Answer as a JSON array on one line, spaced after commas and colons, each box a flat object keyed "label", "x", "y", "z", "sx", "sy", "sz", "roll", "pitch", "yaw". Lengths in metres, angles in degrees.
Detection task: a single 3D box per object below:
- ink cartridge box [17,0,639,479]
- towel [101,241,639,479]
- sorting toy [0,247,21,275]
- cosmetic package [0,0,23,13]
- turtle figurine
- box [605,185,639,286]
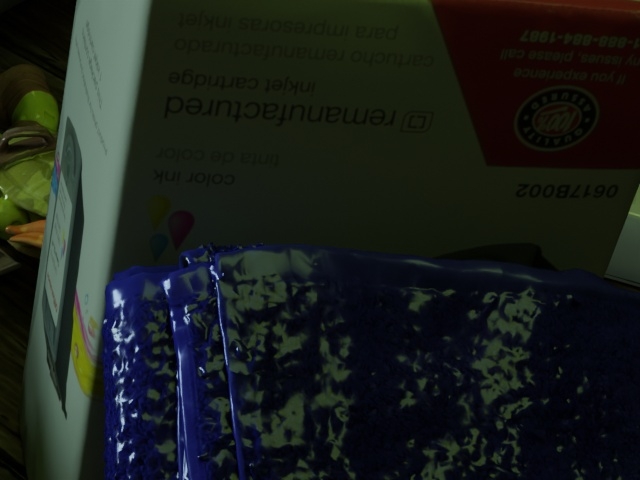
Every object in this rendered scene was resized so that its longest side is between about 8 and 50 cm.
[{"label": "ink cartridge box", "x": 0.000, "y": 0.000, "z": 0.691, "sx": 0.226, "sy": 0.306, "sz": 0.131, "roll": 1, "pitch": 34, "yaw": -18}, {"label": "towel", "x": 0.041, "y": 0.150, "z": 0.545, "sx": 0.228, "sy": 0.076, "sz": 0.308, "roll": 2, "pitch": 68, "yaw": -15}, {"label": "sorting toy", "x": -0.198, "y": 0.006, "z": 0.888, "sx": 0.062, "sy": 0.012, "sz": 0.083, "roll": 34, "pitch": 37, "yaw": 26}, {"label": "cosmetic package", "x": -0.335, "y": -0.386, "z": 1.100, "sx": 0.453, "sy": 0.230, "sz": 0.161, "roll": 42, "pitch": 36, "yaw": 0}, {"label": "turtle figurine", "x": -0.169, "y": -0.030, "z": 0.856, "sx": 0.269, "sy": 0.087, "sz": 0.217, "roll": -4, "pitch": 38, "yaw": -37}, {"label": "box", "x": 0.129, "y": -0.075, "z": 1.099, "sx": 0.322, "sy": 0.058, "sz": 0.232, "roll": 17, "pitch": 32, "yaw": 4}]
